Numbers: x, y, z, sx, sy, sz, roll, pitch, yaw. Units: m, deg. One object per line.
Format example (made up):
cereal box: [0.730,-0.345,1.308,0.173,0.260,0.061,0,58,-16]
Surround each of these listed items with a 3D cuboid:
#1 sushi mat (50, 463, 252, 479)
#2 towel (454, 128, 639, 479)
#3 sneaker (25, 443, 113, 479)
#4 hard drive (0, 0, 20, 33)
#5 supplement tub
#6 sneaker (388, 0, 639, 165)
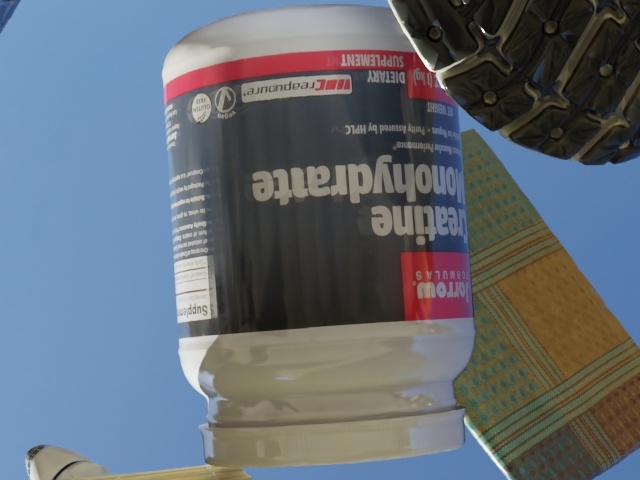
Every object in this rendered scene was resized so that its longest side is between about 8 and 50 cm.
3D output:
sushi mat: [-0.146,0.186,0.793,0.316,0.019,0.151,1,-155,-34]
towel: [0.171,0.066,1.337,0.271,0.040,0.370,-19,-112,-44]
sneaker: [-0.214,0.296,1.362,0.090,0.235,0.095,-36,-149,-30]
hard drive: [-0.344,-0.151,1.202,0.254,0.054,0.172,-44,-172,43]
supplement tub: [0.000,0.000,0.886,0.191,0.191,0.272,-6,-95,23]
sneaker: [0.078,-0.174,0.768,0.130,0.330,0.147,-49,-177,26]
